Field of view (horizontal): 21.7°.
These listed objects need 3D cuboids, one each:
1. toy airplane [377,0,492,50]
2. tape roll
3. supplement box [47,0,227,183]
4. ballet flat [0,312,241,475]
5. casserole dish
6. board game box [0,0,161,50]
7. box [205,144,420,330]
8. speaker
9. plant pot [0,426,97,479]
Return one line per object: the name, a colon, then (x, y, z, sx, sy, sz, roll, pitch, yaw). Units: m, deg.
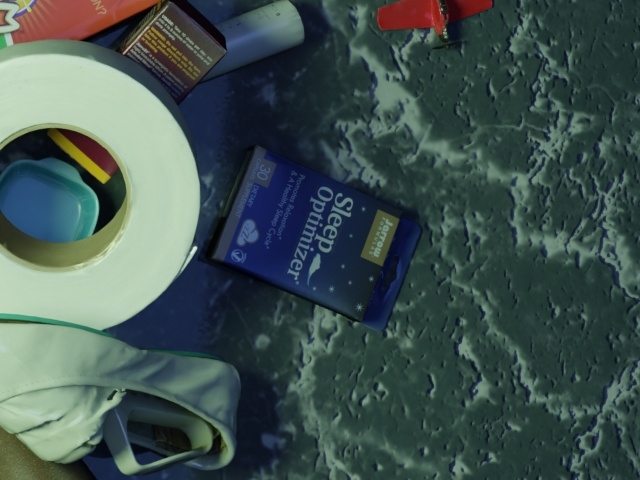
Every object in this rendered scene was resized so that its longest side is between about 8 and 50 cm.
toy airplane: (0.132, -0.291, 1.910, 0.151, 0.028, 0.151, 1, 87, -21)
tape roll: (-0.257, -0.051, 1.639, 0.286, 0.100, 0.286, -1, 105, -5)
supplement box: (-0.187, -0.160, 1.723, 0.081, 0.104, 0.188, 42, 99, -13)
ballet flat: (-0.213, 0.161, 1.632, 0.400, 0.139, 0.139, 17, 81, -50)
casserole dish: (-0.307, 0.004, 1.743, 0.114, 0.037, 0.188, 25, 81, -17)
board game box: (-0.355, -0.285, 1.724, 0.316, 0.064, 0.242, -30, 97, -18)
box: (0.000, 0.000, 1.849, 0.225, 0.036, 0.136, 24, 80, -18)
speaker: (-0.089, -0.217, 1.817, 0.136, 0.055, 0.055, -23, 95, -19)
plant pot: (-0.312, 0.263, 1.656, 0.215, 0.215, 0.230, -22, 81, -19)
